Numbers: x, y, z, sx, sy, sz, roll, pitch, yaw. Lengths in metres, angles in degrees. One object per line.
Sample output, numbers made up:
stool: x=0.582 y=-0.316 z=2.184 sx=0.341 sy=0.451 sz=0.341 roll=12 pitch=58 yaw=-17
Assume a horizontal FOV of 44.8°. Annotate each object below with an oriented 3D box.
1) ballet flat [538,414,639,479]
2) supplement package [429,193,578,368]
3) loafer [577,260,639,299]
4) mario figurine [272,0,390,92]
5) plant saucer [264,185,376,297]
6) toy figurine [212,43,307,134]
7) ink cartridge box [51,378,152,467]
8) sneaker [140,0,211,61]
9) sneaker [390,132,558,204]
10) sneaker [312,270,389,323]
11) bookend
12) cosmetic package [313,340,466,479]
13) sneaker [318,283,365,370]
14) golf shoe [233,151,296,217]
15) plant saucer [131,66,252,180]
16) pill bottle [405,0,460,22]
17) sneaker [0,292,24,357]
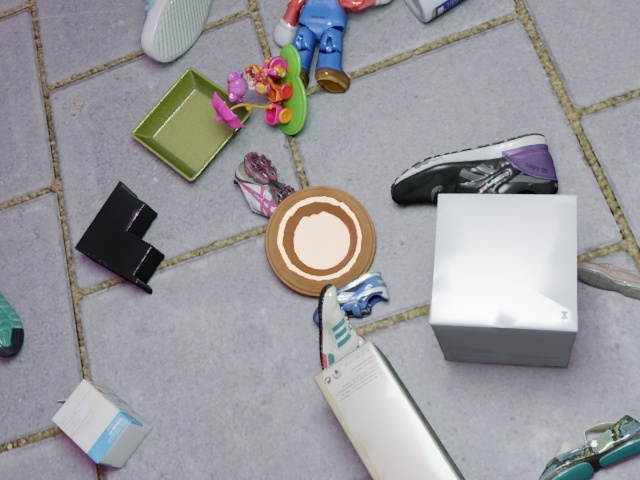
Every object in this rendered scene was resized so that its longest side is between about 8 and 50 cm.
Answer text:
ballet flat: x=0.402 y=0.322 z=1.174 sx=0.188 sy=0.070 sz=0.070 roll=-26 pitch=66 yaw=2
supplement package: x=0.282 y=0.069 z=1.181 sx=0.199 sy=0.263 sz=0.198 roll=2 pitch=71 yaw=15
loafer: x=0.475 y=0.058 z=1.260 sx=0.125 sy=0.045 sz=0.039 roll=20 pitch=59 yaw=14
mario figurine: x=0.026 y=-0.449 z=1.545 sx=0.198 sy=0.170 sz=0.321 roll=14 pitch=83 yaw=-18
plant saucer: x=0.000 y=0.000 z=1.371 sx=0.199 sy=0.037 sz=0.200 roll=0 pitch=84 yaw=0
toy figurine: x=-0.123 y=-0.271 z=1.434 sx=0.159 sy=0.173 sz=0.130 roll=-13 pitch=34 yaw=-32
ink cartridge box: x=-0.387 y=0.315 z=1.360 sx=0.143 sy=0.092 sz=0.090 roll=35 pitch=81 yaw=23
sneaker: x=-0.319 y=-0.531 z=1.649 sx=0.150 sy=0.135 sz=0.366 roll=7 pitch=63 yaw=25
sneaker: x=0.265 y=-0.088 z=1.336 sx=0.283 sy=0.107 sz=0.124 roll=-15 pitch=73 yaw=9
sneaker: x=0.053 y=0.110 z=1.343 sx=0.144 sy=0.053 sz=0.059 roll=-32 pitch=68 yaw=2
bookend: x=-0.355 y=-0.007 z=1.483 sx=0.156 sy=0.072 sz=0.157 roll=26 pitch=78 yaw=21
cosmetic package: x=0.126 y=0.321 z=1.188 sx=0.113 sy=0.160 sz=0.309 roll=-33 pitch=64 yaw=2
sneaker: x=0.036 y=0.149 z=1.306 sx=0.075 sy=0.057 sz=0.161 roll=-2 pitch=103 yaw=-5
golf shoe: x=-0.091 y=-0.074 z=1.452 sx=0.186 sy=0.067 sz=0.086 roll=52 pitch=130 yaw=14
plant saucer: x=-0.252 y=-0.227 z=1.553 sx=0.188 sy=0.045 sz=0.188 roll=37 pitch=83 yaw=23
pill bottle: x=0.252 y=-0.514 z=1.491 sx=0.186 sy=0.112 sz=0.112 roll=-32 pitch=65 yaw=1
sneaker: x=-0.654 y=0.156 z=1.512 sx=0.098 sy=0.083 sz=0.224 roll=-47 pitch=60 yaw=17
